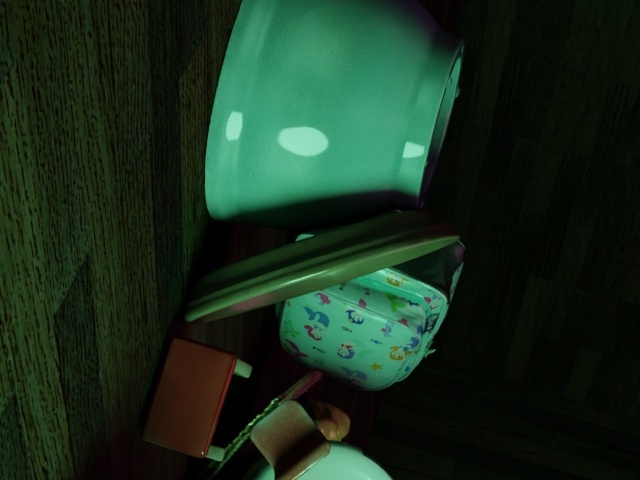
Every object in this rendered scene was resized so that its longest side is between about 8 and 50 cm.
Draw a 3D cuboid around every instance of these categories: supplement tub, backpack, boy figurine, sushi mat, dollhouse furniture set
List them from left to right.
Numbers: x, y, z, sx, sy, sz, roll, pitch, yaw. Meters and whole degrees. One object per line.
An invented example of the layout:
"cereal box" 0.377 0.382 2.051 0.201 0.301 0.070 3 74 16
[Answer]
"dollhouse furniture set" -0.102 0.288 1.321 0.152 0.201 0.374 57 50 -79
"sushi mat" -0.074 0.229 1.833 0.151 0.019 0.316 -45 176 8
"supplement tub" -0.023 0.346 1.801 0.338 0.207 0.207 143 -36 -76
"boy figurine" -0.020 0.352 2.394 0.285 0.092 0.177 -66 168 -51
"backpack" 0.052 0.079 1.911 0.253 0.225 0.191 111 3 -58

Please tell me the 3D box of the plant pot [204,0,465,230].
"plant pot" 0.027 -0.134 1.433 0.293 0.196 0.293 16 90 -82

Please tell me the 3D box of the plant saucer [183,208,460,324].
"plant saucer" -0.002 0.023 1.423 0.278 0.278 0.041 16 58 -82
